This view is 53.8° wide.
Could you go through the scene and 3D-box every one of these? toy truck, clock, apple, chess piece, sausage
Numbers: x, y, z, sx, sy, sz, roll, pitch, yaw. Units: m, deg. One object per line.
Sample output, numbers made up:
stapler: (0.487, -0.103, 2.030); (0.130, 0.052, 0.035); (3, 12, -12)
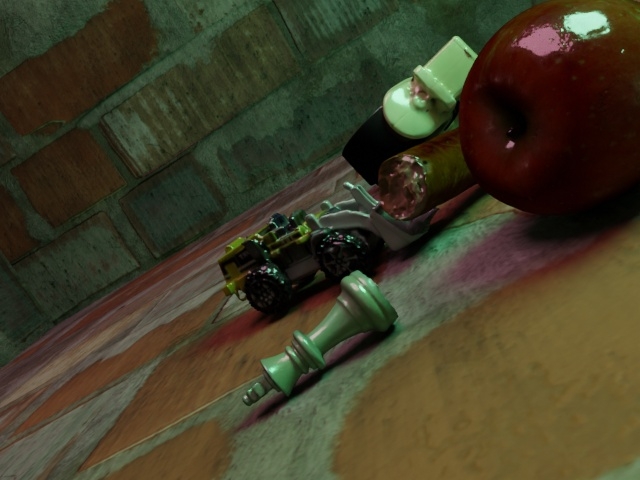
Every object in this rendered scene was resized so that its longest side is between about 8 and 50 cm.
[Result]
toy truck: (0.000, 0.000, 0.791); (0.286, 0.111, 0.136); (-24, 11, 26)
clock: (0.168, -0.200, 1.074); (0.276, 0.120, 0.379); (-43, -3, 13)
apple: (0.211, -0.111, 0.532); (0.168, 0.181, 0.181); (-11, -2, -33)
chess piece: (-0.006, 0.092, 0.540); (0.149, 0.059, 0.059); (-39, 11, -8)
sausage: (0.176, -0.101, 0.755); (0.302, 0.076, 0.103); (-28, 6, -35)
